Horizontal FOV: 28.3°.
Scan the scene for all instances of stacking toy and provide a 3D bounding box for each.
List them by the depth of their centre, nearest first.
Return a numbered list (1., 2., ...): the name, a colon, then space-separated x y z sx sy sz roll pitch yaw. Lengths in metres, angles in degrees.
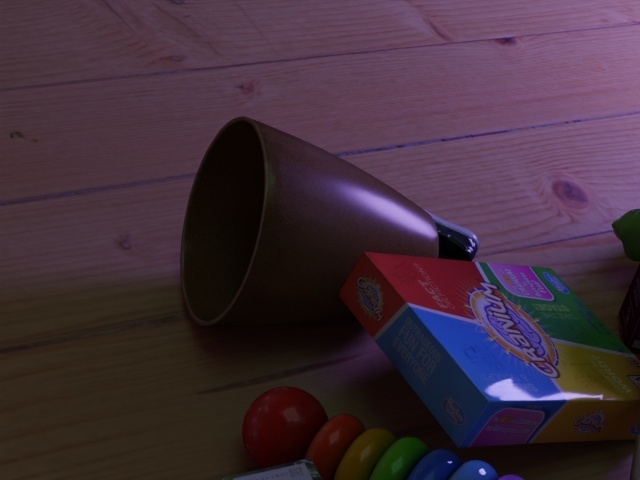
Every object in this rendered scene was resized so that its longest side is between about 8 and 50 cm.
1. stacking toy: 0.064 0.241 1.237 0.330 0.141 0.141 23 39 22

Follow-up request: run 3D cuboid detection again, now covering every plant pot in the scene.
1. plant pot: 0.000 0.000 1.459 0.254 0.237 0.237 11 35 -24

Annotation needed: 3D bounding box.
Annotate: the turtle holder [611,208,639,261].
1. turtle holder: 0.559 -0.038 1.670 0.320 0.243 0.227 -47 40 -5

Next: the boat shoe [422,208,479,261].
1. boat shoe: 0.135 -0.008 1.626 0.142 0.049 0.040 18 39 4

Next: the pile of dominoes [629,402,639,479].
1. pile of dominoes: 0.430 0.178 1.403 0.196 0.040 0.251 22 67 -17

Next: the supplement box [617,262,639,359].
1. supplement box: 0.435 0.056 1.512 0.104 0.188 0.080 11 37 -2

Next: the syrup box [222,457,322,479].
1. syrup box: -0.012 0.318 1.133 0.093 0.096 0.237 -9 43 -23

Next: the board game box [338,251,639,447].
1. board game box: 0.208 0.119 1.394 0.317 0.064 0.242 5 34 -41
